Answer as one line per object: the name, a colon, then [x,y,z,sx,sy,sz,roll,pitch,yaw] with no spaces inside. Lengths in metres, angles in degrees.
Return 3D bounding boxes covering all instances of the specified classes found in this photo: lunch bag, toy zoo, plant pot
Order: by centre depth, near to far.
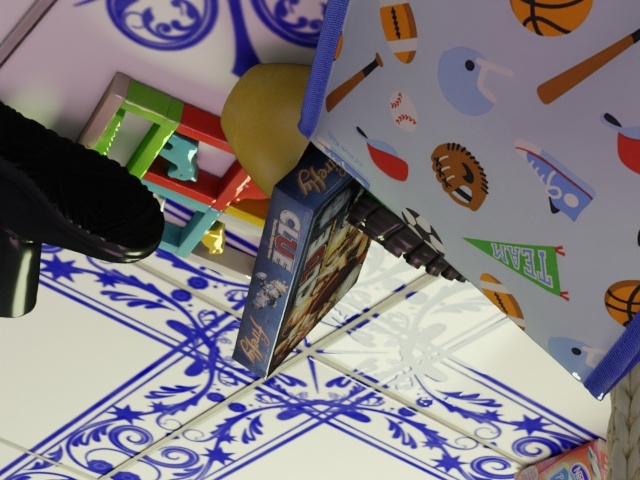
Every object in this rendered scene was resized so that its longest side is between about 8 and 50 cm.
lunch bag: [0.188,-0.144,0.788,0.328,0.239,0.385,40,149,19]
plant pot: [-0.030,-0.103,1.063,0.095,0.134,0.134,33,144,14]
toy zoo: [-0.106,-0.043,1.211,0.293,0.030,0.192,22,139,-19]

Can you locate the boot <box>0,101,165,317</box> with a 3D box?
boot: [-0.271,0.000,1.176,0.246,0.094,0.207,31,132,12]

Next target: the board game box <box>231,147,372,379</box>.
board game box: [0.000,0.000,1.097,0.042,0.165,0.243,34,141,15]

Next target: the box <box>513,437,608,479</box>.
box: [0.410,0.399,1.597,0.300,0.142,0.154,32,135,-28]

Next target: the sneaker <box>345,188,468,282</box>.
sneaker: [0.193,-0.028,1.082,0.343,0.134,0.146,13,109,-40]

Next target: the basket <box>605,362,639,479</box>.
basket: [0.458,0.208,1.213,0.266,0.331,0.328,-10,139,29]
